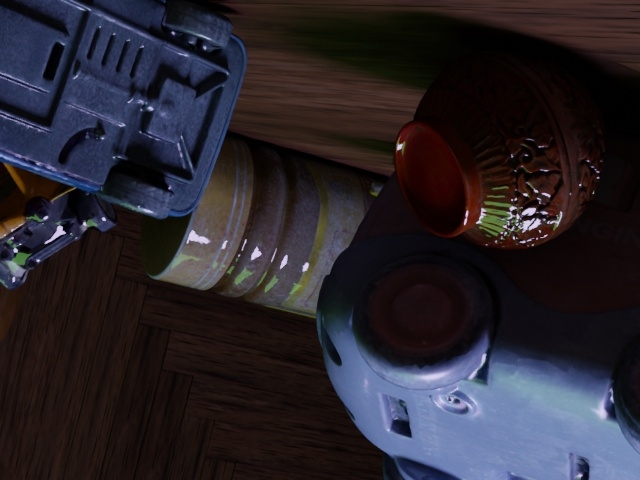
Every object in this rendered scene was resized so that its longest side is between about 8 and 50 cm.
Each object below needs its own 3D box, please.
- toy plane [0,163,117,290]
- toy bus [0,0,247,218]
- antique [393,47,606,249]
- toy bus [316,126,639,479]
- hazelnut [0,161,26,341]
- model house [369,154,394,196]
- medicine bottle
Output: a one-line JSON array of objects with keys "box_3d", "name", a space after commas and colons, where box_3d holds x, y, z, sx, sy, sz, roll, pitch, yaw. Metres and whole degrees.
[{"box_3d": [-0.200, -0.036, 1.284, 0.204, 0.103, 0.316, -30, -177, 8], "name": "toy plane"}, {"box_3d": [-0.158, -0.095, 0.891, 0.134, 0.113, 0.246, 17, 179, 40], "name": "toy bus"}, {"box_3d": [0.091, -0.045, 0.854, 0.104, 0.104, 0.104, 14, 178, 1], "name": "antique"}, {"box_3d": [0.154, 0.038, 0.958, 0.294, 0.231, 0.197, 14, 150, 18], "name": "toy bus"}, {"box_3d": [-0.439, -0.023, 1.739, 0.315, 0.372, 0.372, -28, 160, 19], "name": "hazelnut"}, {"box_3d": [0.166, 0.061, 1.324, 0.313, 0.242, 0.358, 17, 179, 2], "name": "model house"}, {"box_3d": [0.000, 0.000, 1.724, 0.322, 0.151, 0.151, 15, 177, -22], "name": "medicine bottle"}]
